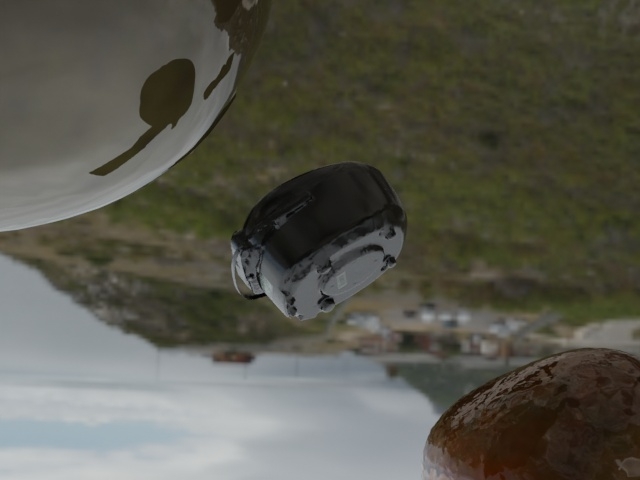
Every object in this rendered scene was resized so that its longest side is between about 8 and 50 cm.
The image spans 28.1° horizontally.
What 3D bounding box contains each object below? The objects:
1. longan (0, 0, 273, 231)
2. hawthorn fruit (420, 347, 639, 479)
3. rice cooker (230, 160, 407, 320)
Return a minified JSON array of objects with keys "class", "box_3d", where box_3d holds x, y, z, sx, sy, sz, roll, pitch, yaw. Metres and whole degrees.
[{"class":"longan","box_3d":[-0.209,-0.169,0.719,0.361,0.360,0.361,2,173,0]},{"class":"hawthorn fruit","box_3d":[0.150,0.160,0.815,0.199,0.199,0.251,7,-179,-31]},{"class":"rice cooker","box_3d":[-0.001,0.000,1.374,0.203,0.118,0.142,-31,148,-14]}]
